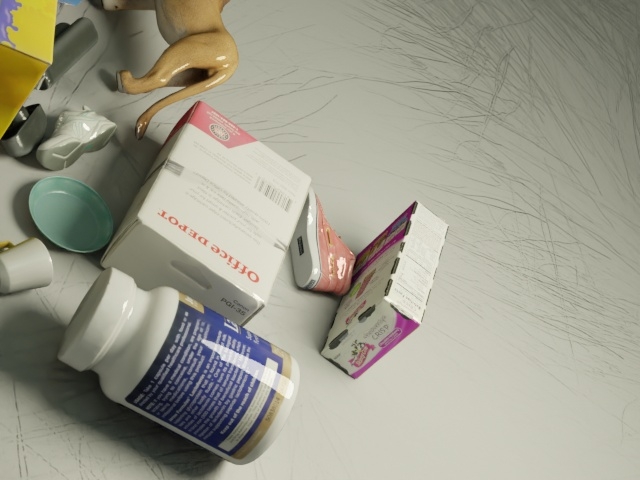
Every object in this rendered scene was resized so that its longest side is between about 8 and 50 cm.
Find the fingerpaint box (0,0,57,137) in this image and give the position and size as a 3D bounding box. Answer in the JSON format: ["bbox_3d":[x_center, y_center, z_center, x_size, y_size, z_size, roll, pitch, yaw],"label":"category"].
[{"bbox_3d":[-0.439,-0.265,1.339,0.163,0.371,0.445,20,45,-29],"label":"fingerpaint box"}]

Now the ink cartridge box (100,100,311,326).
[{"bbox_3d":[-0.151,-0.029,1.597,0.207,0.117,0.283,35,39,-14],"label":"ink cartridge box"}]

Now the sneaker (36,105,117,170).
[{"bbox_3d":[-0.342,-0.140,1.579,0.061,0.054,0.152,40,32,7],"label":"sneaker"}]

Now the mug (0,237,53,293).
[{"bbox_3d":[-0.369,0.035,1.403,0.064,0.078,0.062,-21,105,-40],"label":"mug"}]

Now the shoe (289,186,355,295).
[{"bbox_3d":[0.000,0.000,1.759,0.081,0.063,0.178,17,52,-34],"label":"shoe"}]

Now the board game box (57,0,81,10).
[{"bbox_3d":[-0.408,-0.402,1.759,0.133,0.033,0.169,34,36,-7],"label":"board game box"}]

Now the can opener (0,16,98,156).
[{"bbox_3d":[-0.388,-0.215,1.597,0.280,0.074,0.093,-67,142,-48],"label":"can opener"}]

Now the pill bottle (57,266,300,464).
[{"bbox_3d":[-0.170,0.148,1.397,0.264,0.153,0.153,31,41,-19],"label":"pill bottle"}]

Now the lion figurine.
[{"bbox_3d":[-0.196,-0.328,1.735,0.240,0.142,0.392,-8,66,-11],"label":"lion figurine"}]

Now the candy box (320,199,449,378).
[{"bbox_3d":[0.098,0.069,1.706,0.071,0.159,0.233,36,40,-11],"label":"candy box"}]

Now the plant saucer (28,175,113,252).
[{"bbox_3d":[-0.327,-0.030,1.514,0.119,0.021,0.119,25,43,-26],"label":"plant saucer"}]
